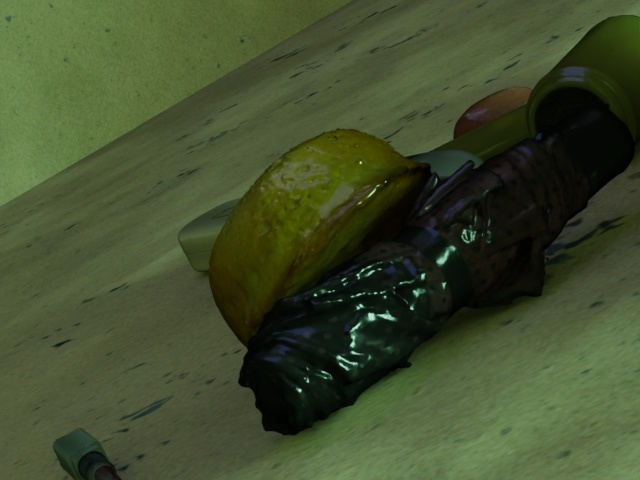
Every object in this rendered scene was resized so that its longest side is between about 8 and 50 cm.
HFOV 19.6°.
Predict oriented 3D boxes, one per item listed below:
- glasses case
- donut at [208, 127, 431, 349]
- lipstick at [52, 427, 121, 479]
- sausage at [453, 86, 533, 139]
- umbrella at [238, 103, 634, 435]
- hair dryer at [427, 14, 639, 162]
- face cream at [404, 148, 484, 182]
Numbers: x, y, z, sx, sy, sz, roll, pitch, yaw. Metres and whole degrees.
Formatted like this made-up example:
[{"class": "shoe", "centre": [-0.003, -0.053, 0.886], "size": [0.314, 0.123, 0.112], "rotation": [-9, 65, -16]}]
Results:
[{"class": "glasses case", "centre": [-0.058, -0.011, 1.703], "size": [0.083, 0.050, 0.196], "rotation": [-36, 14, -33]}, {"class": "donut", "centre": [-0.002, 0.001, 1.224], "size": [0.174, 0.074, 0.190], "rotation": [-52, -19, 6]}, {"class": "lipstick", "centre": [-0.149, 0.150, 1.224], "size": [0.025, 0.025, 0.107], "rotation": [-30, 17, -17]}, {"class": "sausage", "centre": [0.157, -0.098, 1.589], "size": [0.094, 0.059, 0.054], "rotation": [-30, 17, -31]}, {"class": "umbrella", "centre": [0.079, 0.009, 1.168], "size": [0.326, 0.090, 0.094], "rotation": [-36, 19, -29]}, {"class": "hair dryer", "centre": [0.151, -0.078, 1.486], "size": [0.278, 0.090, 0.135], "rotation": [-26, 11, 36]}, {"class": "face cream", "centre": [0.061, -0.018, 1.397], "size": [0.144, 0.071, 0.291], "rotation": [-38, 14, -23]}]
